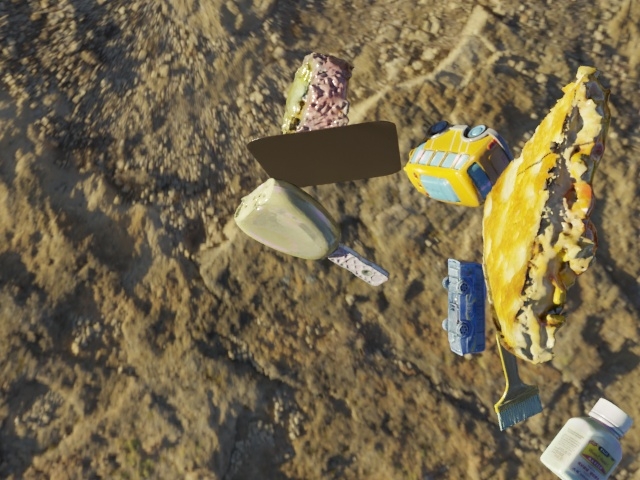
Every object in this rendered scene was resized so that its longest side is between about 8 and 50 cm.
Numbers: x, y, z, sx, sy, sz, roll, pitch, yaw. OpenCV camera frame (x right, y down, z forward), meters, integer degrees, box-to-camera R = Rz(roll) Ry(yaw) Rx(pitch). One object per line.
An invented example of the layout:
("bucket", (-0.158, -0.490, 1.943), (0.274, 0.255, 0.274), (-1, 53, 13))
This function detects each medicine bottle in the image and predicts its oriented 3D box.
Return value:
("medicine bottle", (0.359, 0.272, 1.147), (0.074, 0.055, 0.118), (42, 83, -20))

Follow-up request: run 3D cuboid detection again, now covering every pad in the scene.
("pad", (0.012, -0.105, 1.111), (0.181, 0.267, 0.004), (-7, 80, 5))

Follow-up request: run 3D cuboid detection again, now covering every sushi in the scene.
("sushi", (-0.015, -0.253, 1.650), (0.108, 0.161, 0.241), (14, 148, -12))

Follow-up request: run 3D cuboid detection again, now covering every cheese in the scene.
("cheese", (0.000, 0.000, 0.979), (0.192, 0.037, 0.097), (31, 141, -22))

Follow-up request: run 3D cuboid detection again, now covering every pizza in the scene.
("pizza", (0.356, -0.051, 1.291), (0.130, 0.440, 0.405), (16, 117, -5))

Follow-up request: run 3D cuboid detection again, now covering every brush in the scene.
("brush", (0.315, 0.220, 1.418), (0.083, 0.011, 0.205), (-23, 120, -10))

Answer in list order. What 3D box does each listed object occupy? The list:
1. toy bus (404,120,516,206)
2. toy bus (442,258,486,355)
("toy bus", (0.261, -0.140, 1.653), (0.136, 0.210, 0.126), (-48, 121, -16))
("toy bus", (0.361, 0.162, 2.149), (0.094, 0.079, 0.236), (-4, 98, -22))
